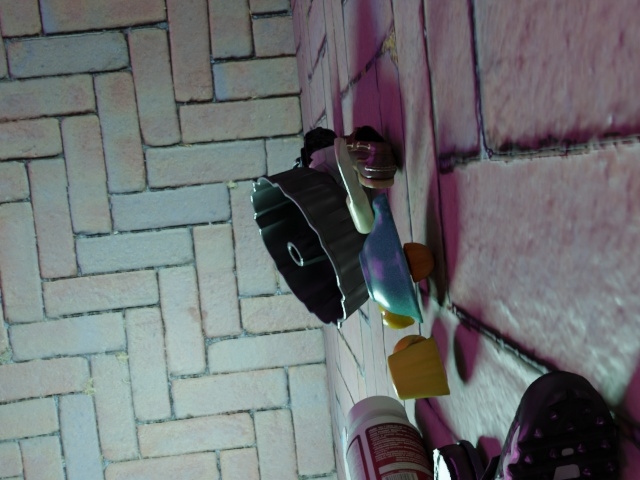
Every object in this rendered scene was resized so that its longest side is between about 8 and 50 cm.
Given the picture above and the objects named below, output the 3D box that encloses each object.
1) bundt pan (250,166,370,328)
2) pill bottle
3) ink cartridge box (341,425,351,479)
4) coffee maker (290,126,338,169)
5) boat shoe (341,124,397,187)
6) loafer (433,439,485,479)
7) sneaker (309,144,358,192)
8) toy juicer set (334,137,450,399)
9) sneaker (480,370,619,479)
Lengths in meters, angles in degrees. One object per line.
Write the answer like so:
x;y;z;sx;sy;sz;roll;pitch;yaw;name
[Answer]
0.000;0.000;1.303;0.331;0.124;0.331;49;156;31;bundt pan
0.102;0.338;0.981;0.221;0.121;0.121;-103;8;-62;pill bottle
0.099;0.524;1.509;0.140;0.082;0.191;92;169;-63;ink cartridge box
0.010;-0.169;1.658;0.171;0.120;0.178;59;170;13;coffee maker
0.075;-0.144;1.044;0.207;0.073;0.073;-124;30;-66;boat shoe
0.141;0.369;0.698;0.109;0.095;0.303;119;145;-82;loafer
0.023;-0.124;1.425;0.252;0.111;0.103;90;172;-56;sneaker
0.104;0.039;0.872;0.209;0.089;0.329;48;-154;-76;toy juicer set
0.148;0.181;0.474;0.106;0.078;0.234;-112;15;-66;sneaker
